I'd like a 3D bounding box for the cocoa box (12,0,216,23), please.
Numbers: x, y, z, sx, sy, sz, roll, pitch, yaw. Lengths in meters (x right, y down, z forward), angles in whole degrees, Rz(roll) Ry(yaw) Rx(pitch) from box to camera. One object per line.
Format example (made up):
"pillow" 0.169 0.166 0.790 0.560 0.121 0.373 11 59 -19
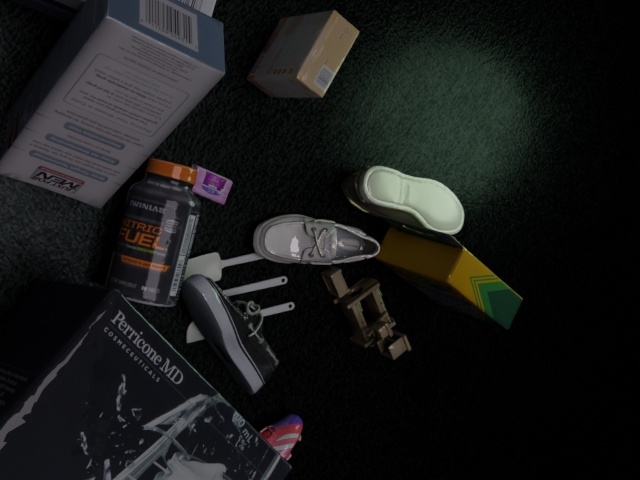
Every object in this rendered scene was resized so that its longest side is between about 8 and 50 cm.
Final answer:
"cocoa box" -0.344 -0.452 1.248 0.347 0.228 0.231 16 89 -35

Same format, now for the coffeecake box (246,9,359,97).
"coffeecake box" -0.036 -0.337 1.501 0.068 0.185 0.142 34 80 -33

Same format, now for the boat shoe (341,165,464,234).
"boat shoe" 0.180 -0.083 1.750 0.305 0.091 0.109 18 76 -35

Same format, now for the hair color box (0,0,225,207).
"hair color box" -0.323 -0.211 1.231 0.185 0.374 0.113 21 47 -35

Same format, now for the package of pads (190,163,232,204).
"package of pads" -0.209 -0.104 1.521 0.083 0.032 0.050 23 87 -34

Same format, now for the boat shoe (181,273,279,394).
"boat shoe" -0.156 0.160 1.541 0.105 0.113 0.306 -43 128 -23

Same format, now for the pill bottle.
"pill bottle" -0.284 -0.017 1.428 0.131 0.130 0.245 14 90 -35

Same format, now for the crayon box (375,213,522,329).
"crayon box" 0.259 0.069 1.729 0.323 0.203 0.083 36 78 -43

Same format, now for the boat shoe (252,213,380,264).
"boat shoe" 0.000 0.000 1.635 0.277 0.096 0.098 0 95 -36

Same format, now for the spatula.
"spatula" -0.157 0.094 1.600 0.242 0.019 0.168 -12 105 -31

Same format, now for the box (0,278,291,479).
"box" -0.384 0.394 1.297 0.480 0.297 0.471 52 58 -29

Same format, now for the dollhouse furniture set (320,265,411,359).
"dollhouse furniture set" 0.113 0.129 1.699 0.101 0.161 0.181 -35 117 -24

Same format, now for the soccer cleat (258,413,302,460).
"soccer cleat" -0.138 0.428 1.639 0.248 0.083 0.095 -42 114 -17
